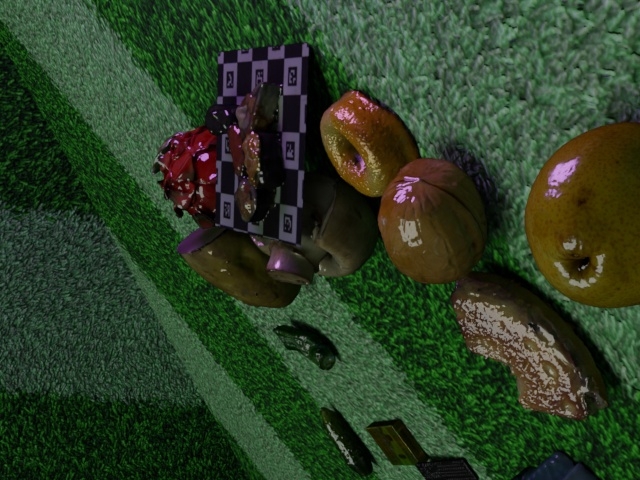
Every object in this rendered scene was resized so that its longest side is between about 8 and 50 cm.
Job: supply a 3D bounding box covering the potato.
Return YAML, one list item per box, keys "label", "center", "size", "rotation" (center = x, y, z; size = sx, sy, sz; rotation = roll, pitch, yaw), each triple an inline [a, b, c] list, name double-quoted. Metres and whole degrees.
- label: "potato"
  center: [-0.159, 0.054, 2.202]
  size: [0.266, 0.229, 0.229]
  rotation: [51, 160, -17]

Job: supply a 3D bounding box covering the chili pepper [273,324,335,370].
- label: "chili pepper"
  center: [-0.041, 0.261, 2.457]
  size: [0.224, 0.061, 0.098]
  rotation: [24, 149, 54]

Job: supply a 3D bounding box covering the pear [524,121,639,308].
- label: "pear"
  center: [0.324, -0.023, 1.070]
  size: [0.209, 0.209, 0.209]
  rotation: [43, 157, 24]

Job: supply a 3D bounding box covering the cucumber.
- label: "cucumber"
  center: [0.068, 0.555, 2.682]
  size: [0.227, 0.069, 0.069]
  rotation: [55, 159, 0]

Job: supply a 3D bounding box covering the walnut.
- label: "walnut"
  center: [0.168, -0.023, 1.437]
  size: [0.165, 0.165, 0.197]
  rotation: [30, 151, 46]

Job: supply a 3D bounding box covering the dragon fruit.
- label: "dragon fruit"
  center: [-0.207, -0.118, 2.031]
  size: [0.293, 0.233, 0.234]
  rotation: [43, 161, -12]

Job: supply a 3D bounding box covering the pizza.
- label: "pizza"
  center: [0.322, 0.156, 1.508]
  size: [0.305, 0.086, 0.161]
  rotation: [44, 135, 17]

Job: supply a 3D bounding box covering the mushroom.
- label: "mushroom"
  center: [0.000, 0.000, 1.771]
  size: [0.189, 0.195, 0.254]
  rotation: [28, 159, -30]

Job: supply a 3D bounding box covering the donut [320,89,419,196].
- label: "donut"
  center: [0.070, -0.149, 1.568]
  size: [0.190, 0.075, 0.174]
  rotation: [47, 158, 17]

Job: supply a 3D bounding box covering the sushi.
- label: "sushi"
  center: [-0.141, -0.176, 1.740]
  size: [0.359, 0.064, 0.342]
  rotation: [14, 104, 59]

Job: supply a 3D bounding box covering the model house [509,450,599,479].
- label: "model house"
  center: [0.386, 0.588, 1.718]
  size: [0.295, 0.329, 0.251]
  rotation: [48, 155, 17]

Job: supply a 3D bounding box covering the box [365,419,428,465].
- label: "box"
  center: [0.187, 0.502, 2.401]
  size: [0.121, 0.030, 0.193]
  rotation: [53, 158, 0]

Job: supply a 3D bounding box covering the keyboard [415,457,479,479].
- label: "keyboard"
  center: [0.287, 0.530, 2.221]
  size: [0.061, 0.013, 0.204]
  rotation: [54, 150, -3]
